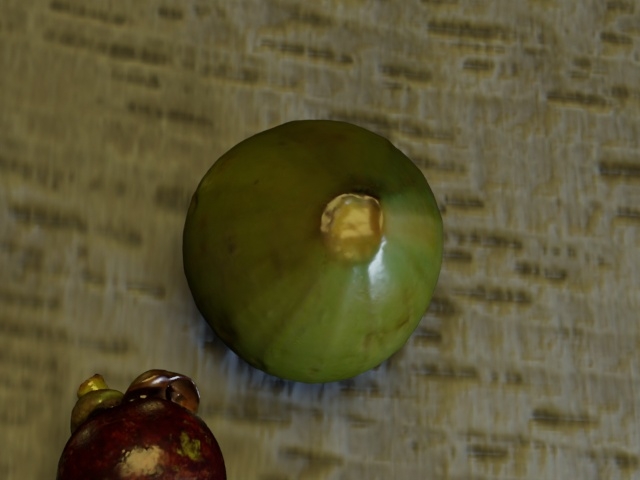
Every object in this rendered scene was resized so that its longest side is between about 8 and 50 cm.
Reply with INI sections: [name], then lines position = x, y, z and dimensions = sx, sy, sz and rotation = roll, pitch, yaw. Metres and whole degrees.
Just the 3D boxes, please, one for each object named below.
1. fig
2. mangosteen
[fig]
position = 0.000, 0.000, 1.713
dimensions = 0.239, 0.271, 0.239
rotation = 4, 74, -15
[mangosteen]
position = -0.156, 0.196, 1.674
dimensions = 0.156, 0.181, 0.146
rotation = -29, 113, -5
